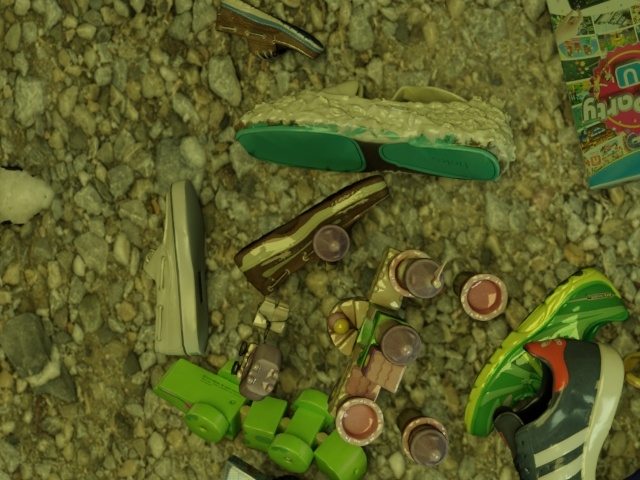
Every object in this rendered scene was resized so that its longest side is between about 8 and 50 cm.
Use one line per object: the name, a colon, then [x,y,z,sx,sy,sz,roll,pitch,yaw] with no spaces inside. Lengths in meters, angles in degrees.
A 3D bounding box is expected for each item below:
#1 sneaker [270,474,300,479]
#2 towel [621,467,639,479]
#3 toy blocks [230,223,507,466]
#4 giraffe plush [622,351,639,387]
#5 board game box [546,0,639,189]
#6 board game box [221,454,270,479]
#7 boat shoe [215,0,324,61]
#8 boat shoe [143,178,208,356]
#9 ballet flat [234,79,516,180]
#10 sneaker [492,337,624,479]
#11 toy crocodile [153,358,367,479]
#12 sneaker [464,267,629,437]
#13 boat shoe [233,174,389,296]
sneaker: [-0.127,0.487,1.935,0.330,0.122,0.146,-42,98,7]
towel: [0.478,0.398,1.711,0.308,0.076,0.227,-45,63,42]
toy blocks: [0.073,0.139,1.761,0.309,0.260,0.288,21,94,-8]
giraffe plush: [0.489,0.206,1.743,0.181,0.170,0.210,-30,81,12]
board game box: [0.452,-0.242,1.778,0.224,0.097,0.303,-15,84,31]
board game box: [-0.076,0.400,1.826,0.194,0.060,0.194,-2,89,6]
boat shoe: [-0.078,-0.306,1.965,0.183,0.066,0.066,30,101,23]
boat shoe: [-0.223,0.043,1.976,0.088,0.096,0.267,-3,96,10]
ballet flat: [0.085,-0.167,1.898,0.409,0.147,0.147,7,90,12]
sneaker: [0.293,0.298,1.742,0.148,0.131,0.350,12,87,-3]
toy crocodile: [-0.089,0.270,1.932,0.341,0.105,0.115,19,52,15]
sneaker: [0.312,0.173,1.822,0.123,0.109,0.295,43,99,14]
boat shoe: [0.001,-0.002,1.926,0.257,0.095,0.095,-30,95,18]
